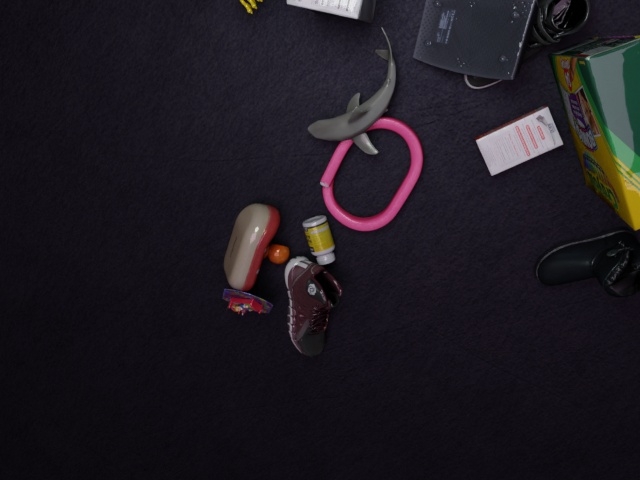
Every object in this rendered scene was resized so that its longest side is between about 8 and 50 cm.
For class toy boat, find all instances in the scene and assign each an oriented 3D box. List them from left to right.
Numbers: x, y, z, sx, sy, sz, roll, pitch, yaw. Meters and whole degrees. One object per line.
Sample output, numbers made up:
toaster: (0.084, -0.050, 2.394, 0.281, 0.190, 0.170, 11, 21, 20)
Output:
toy boat: (-0.150, 0.021, 1.501, 0.151, 0.151, 0.231, 11, 114, -24)

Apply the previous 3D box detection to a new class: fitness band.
fitness band: (0.123, -0.160, 1.412, 0.209, 0.054, 0.291, 29, 113, 1)

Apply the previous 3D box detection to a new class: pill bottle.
pill bottle: (0.000, 0.000, 1.485, 0.065, 0.065, 0.116, -14, 105, 16)

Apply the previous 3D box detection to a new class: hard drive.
hard drive: (0.319, -0.435, 1.215, 0.254, 0.054, 0.172, 29, 117, 40)

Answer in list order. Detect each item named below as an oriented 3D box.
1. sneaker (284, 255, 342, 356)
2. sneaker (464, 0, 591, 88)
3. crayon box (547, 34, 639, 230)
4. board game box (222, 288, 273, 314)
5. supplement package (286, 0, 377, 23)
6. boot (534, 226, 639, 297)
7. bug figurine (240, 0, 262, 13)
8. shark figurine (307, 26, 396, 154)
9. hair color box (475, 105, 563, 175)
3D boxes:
sneaker: (-0.007, 0.186, 1.491, 0.162, 0.106, 0.282, 10, 117, 50)
sneaker: (0.424, -0.422, 1.212, 0.295, 0.147, 0.105, -37, 100, 21)
crayon box: (0.562, -0.225, 1.133, 0.106, 0.363, 0.313, -18, 104, 17)
board game box: (-0.198, 0.176, 1.541, 0.133, 0.169, 0.033, 19, 69, -6)
supplement package: (0.045, -0.561, 1.180, 0.145, 0.262, 0.204, 14, 110, 6)
boot: (0.612, 0.064, 1.304, 0.246, 0.207, 0.094, -24, 102, 19)
bug figurine: (-0.134, -0.611, 1.214, 0.072, 0.279, 0.216, 17, 135, -37)
shark figurine: (0.102, -0.309, 1.294, 0.166, 0.116, 0.278, 44, 104, 16)
hair color box: (0.448, -0.226, 1.323, 0.167, 0.053, 0.093, -24, 101, 19)
